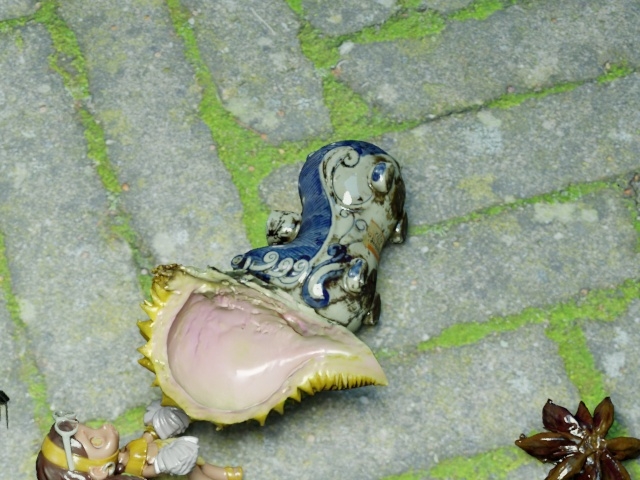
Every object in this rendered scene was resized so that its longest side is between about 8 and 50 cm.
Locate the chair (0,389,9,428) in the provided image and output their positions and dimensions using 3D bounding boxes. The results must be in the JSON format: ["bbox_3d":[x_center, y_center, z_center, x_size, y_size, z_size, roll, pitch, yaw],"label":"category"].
[{"bbox_3d":[-0.393,0.184,1.810,0.042,0.037,0.086,-16,63,-1],"label":"chair"}]

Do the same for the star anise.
[{"bbox_3d":[0.318,0.252,1.814,0.168,0.057,0.168,2,56,-2],"label":"star anise"}]

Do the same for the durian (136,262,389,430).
[{"bbox_3d":[-0.094,0.121,1.782,0.305,0.195,0.185,18,93,-26],"label":"durian"}]

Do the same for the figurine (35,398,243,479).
[{"bbox_3d":[-0.201,0.254,1.727,0.240,0.116,0.175,2,16,-15],"label":"figurine"}]

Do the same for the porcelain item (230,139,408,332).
[{"bbox_3d":[0.000,0.000,1.923,0.186,0.138,0.288,6,59,20],"label":"porcelain item"}]
